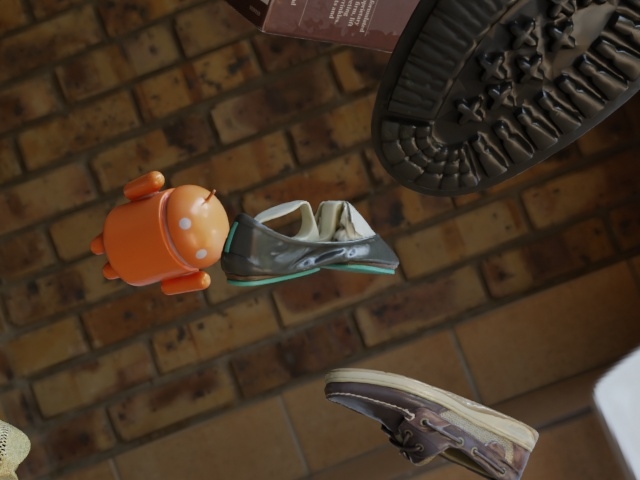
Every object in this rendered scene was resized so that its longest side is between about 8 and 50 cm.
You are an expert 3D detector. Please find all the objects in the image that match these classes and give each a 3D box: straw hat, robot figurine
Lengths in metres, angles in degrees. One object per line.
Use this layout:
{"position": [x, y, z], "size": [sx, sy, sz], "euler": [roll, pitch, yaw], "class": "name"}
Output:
{"position": [-0.275, 0.176, 0.882], "size": [0.061, 0.145, 0.144], "euler": [23, -20, -18], "class": "straw hat"}
{"position": [-0.227, -0.009, 1.548], "size": [0.219, 0.158, 0.128], "euler": [-15, -21, 24], "class": "robot figurine"}

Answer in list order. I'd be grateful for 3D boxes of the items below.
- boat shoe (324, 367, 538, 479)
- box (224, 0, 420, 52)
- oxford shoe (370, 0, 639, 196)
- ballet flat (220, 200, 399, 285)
{"position": [0.134, 0.234, 1.320], "size": [0.285, 0.092, 0.103], "euler": [21, -18, -14], "class": "boat shoe"}
{"position": [0.007, -0.307, 1.097], "size": [0.203, 0.167, 0.169], "euler": [1, -61, -37], "class": "box"}
{"position": [0.099, -0.113, 0.398], "size": [0.227, 0.082, 0.096], "euler": [-52, 13, 11], "class": "oxford shoe"}
{"position": [0.000, 0.000, 1.287], "size": [0.095, 0.096, 0.280], "euler": [6, 6, 42], "class": "ballet flat"}
